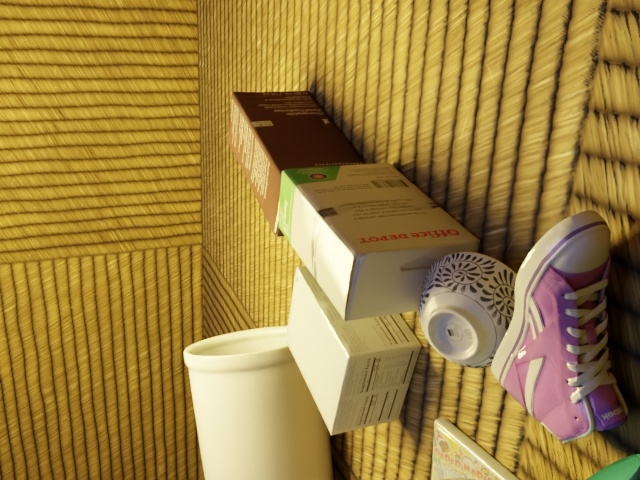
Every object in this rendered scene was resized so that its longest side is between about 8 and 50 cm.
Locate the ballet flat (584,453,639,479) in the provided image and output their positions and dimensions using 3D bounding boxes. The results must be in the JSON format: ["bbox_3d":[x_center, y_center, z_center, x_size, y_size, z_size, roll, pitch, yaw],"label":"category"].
[{"bbox_3d":[0.293,0.346,0.723,0.124,0.116,0.342,53,142,17],"label":"ballet flat"}]

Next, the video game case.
[{"bbox_3d":[0.240,0.417,0.971,0.227,0.026,0.206,-150,57,-64],"label":"video game case"}]

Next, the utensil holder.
[{"bbox_3d":[-0.135,0.424,1.516,0.328,0.328,0.385,176,85,-68],"label":"utensil holder"}]

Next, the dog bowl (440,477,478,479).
[{"bbox_3d":[0.226,0.441,0.713,0.349,0.102,0.348,32,141,30],"label":"dog bowl"}]

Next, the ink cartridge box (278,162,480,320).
[{"bbox_3d":[0.078,-0.010,1.009,0.289,0.211,0.121,-127,38,-52],"label":"ink cartridge box"}]

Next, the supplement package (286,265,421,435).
[{"bbox_3d":[0.050,0.198,1.222,0.262,0.145,0.204,-122,34,-49],"label":"supplement package"}]

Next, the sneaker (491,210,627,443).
[{"bbox_3d":[0.290,0.111,0.691,0.161,0.102,0.282,-125,25,-44],"label":"sneaker"}]

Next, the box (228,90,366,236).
[{"bbox_3d":[-0.056,-0.175,1.327,0.381,0.191,0.143,-120,32,-45],"label":"box"}]

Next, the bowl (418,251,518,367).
[{"bbox_3d":[0.191,0.108,0.838,0.170,0.080,0.170,19,123,31],"label":"bowl"}]
